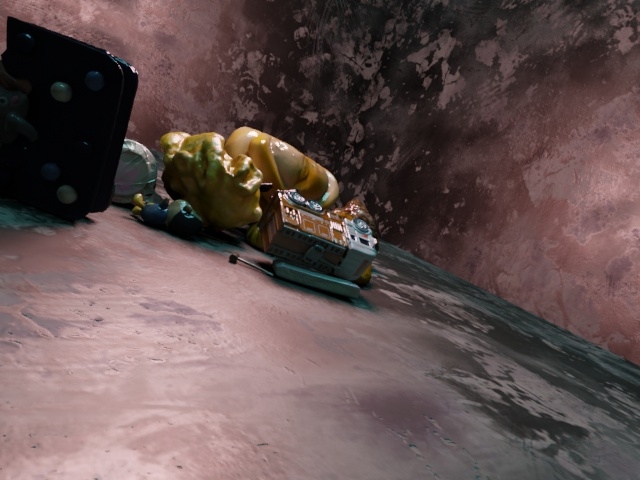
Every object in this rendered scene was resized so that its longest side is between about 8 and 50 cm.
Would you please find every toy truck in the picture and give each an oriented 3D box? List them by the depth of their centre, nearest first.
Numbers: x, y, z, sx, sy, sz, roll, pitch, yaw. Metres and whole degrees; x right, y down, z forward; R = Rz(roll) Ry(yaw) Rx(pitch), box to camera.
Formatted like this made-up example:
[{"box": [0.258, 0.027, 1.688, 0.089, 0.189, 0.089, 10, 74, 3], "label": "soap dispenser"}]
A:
[{"box": [0.000, 0.000, 1.205, 0.306, 0.136, 0.162, 20, 30, -25], "label": "toy truck"}]

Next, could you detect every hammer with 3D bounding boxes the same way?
[{"box": [-0.161, 0.060, 1.088, 0.110, 0.019, 0.035, 27, 7, -3], "label": "hammer"}]

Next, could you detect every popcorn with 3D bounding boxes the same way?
[{"box": [-0.303, -0.146, 1.275, 0.316, 0.281, 0.297, 15, -40, 27], "label": "popcorn"}]

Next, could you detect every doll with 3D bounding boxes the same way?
[{"box": [-0.366, -0.064, 1.128, 0.180, 0.102, 0.088, 25, 49, -5], "label": "doll"}]

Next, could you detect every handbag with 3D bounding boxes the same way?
[{"box": [-0.515, -0.221, 0.869, 0.269, 0.325, 0.118, 19, 14, -4], "label": "handbag"}]

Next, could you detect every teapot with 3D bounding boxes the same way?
[{"box": [-0.503, -0.180, 1.246, 0.222, 0.163, 0.178, 20, 3, -28], "label": "teapot"}]

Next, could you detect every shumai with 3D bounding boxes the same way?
[{"box": [0.069, -0.013, 1.828, 0.284, 0.216, 0.346, -17, -20, -9], "label": "shumai"}]

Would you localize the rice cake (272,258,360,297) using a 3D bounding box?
[{"box": [-0.012, 0.095, 1.152, 0.222, 0.042, 0.080, 18, 2, -16], "label": "rice cake"}]

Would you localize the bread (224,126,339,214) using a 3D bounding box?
[{"box": [-0.125, -0.224, 1.561, 0.246, 0.328, 0.424, -21, -31, 34], "label": "bread"}]

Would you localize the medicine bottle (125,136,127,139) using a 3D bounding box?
[{"box": [-0.820, -0.341, 1.525, 0.323, 0.151, 0.151, 22, 7, -6], "label": "medicine bottle"}]

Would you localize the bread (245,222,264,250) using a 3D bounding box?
[{"box": [-0.177, -0.017, 1.395, 0.095, 0.082, 0.157, 9, 6, 12], "label": "bread"}]

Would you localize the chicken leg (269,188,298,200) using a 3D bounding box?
[{"box": [-0.039, -0.001, 1.432, 0.096, 0.157, 0.407, -12, -39, 29], "label": "chicken leg"}]

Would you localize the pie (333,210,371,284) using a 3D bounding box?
[{"box": [0.086, 0.021, 1.456, 0.273, 0.069, 0.273, 42, 33, -35], "label": "pie"}]
